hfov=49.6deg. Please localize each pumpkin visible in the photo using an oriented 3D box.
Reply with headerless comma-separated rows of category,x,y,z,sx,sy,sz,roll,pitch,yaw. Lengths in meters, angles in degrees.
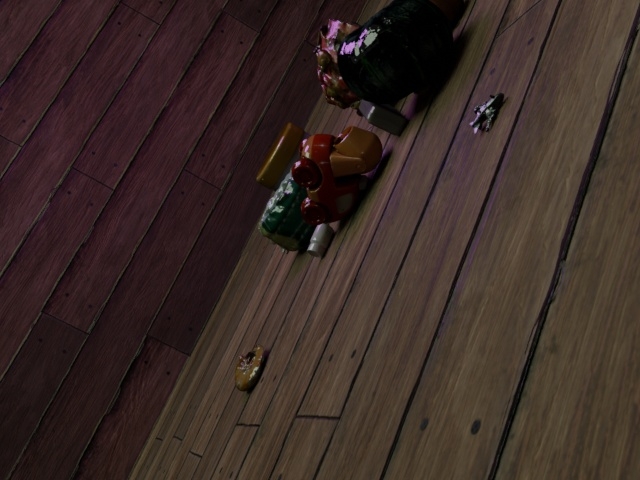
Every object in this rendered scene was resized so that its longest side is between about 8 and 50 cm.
pumpkin,0.198,-0.471,1.757,0.315,0.238,0.315,-33,10,7

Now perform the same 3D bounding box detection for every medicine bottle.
medicine bottle,-0.072,-0.254,2.415,0.238,0.232,0.238,-57,11,17
medicine bottle,0.000,0.000,1.933,0.089,0.052,0.052,-65,12,-20

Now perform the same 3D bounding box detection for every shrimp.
shrimp,-0.193,0.355,1.965,0.132,0.051,0.187,-48,20,6

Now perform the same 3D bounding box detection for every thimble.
thimble,-0.074,-0.099,2.216,0.288,0.167,0.254,-54,12,28

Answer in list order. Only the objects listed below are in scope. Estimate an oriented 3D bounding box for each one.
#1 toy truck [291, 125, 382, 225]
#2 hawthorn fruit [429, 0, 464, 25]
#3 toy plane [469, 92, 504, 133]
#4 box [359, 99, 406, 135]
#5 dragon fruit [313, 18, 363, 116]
toy truck,0.057,-0.179,1.872,0.189,0.239,0.265,-76,-22,-54
hawthorn fruit,0.308,-0.659,1.894,0.149,0.189,0.149,-28,17,9
toy plane,0.298,-0.231,1.241,0.083,0.031,0.078,-57,27,32
box,0.167,-0.348,1.910,0.244,0.103,0.055,-97,31,-71
dragon fruit,0.131,-0.510,2.099,0.314,0.296,0.263,-13,-57,-55
